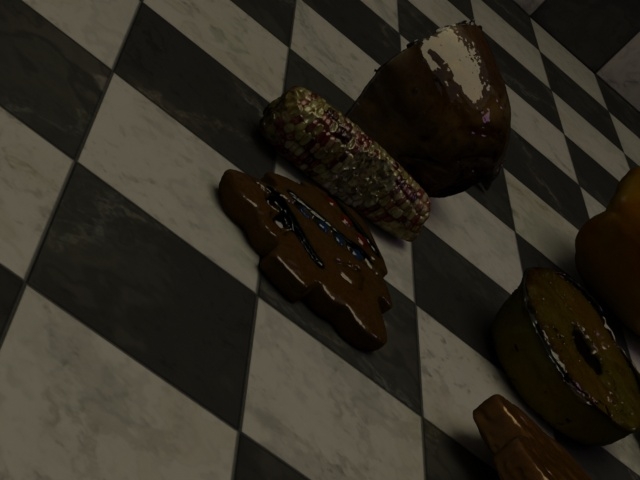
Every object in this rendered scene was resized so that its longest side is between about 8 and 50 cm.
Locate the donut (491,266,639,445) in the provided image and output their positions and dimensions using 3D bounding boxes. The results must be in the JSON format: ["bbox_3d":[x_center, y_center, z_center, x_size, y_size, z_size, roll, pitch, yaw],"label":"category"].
[{"bbox_3d":[0.340,0.173,1.937,0.272,0.107,0.272,34,30,-23],"label":"donut"}]

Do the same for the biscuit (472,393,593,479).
[{"bbox_3d":[0.292,0.313,1.597,0.351,0.057,0.312,42,8,-31],"label":"biscuit"}]

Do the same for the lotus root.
[{"bbox_3d":[0.175,-0.174,2.069,0.272,0.272,0.192,2,58,-59],"label":"lotus root"}]

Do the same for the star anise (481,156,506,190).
[{"bbox_3d":[0.228,-0.195,2.363,0.223,0.109,0.236,58,23,18],"label":"star anise"}]

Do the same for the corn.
[{"bbox_3d":[0.042,-0.098,1.895,0.290,0.098,0.098,39,23,-20],"label":"corn"}]

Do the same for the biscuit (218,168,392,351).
[{"bbox_3d":[0.001,-0.001,1.720,0.278,0.043,0.301,45,23,-1],"label":"biscuit"}]

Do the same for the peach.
[{"bbox_3d":[0.600,0.034,2.386,0.308,0.289,0.289,40,22,5],"label":"peach"}]
